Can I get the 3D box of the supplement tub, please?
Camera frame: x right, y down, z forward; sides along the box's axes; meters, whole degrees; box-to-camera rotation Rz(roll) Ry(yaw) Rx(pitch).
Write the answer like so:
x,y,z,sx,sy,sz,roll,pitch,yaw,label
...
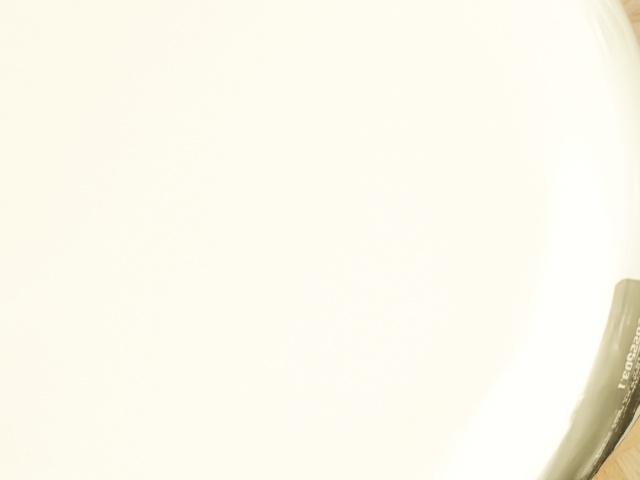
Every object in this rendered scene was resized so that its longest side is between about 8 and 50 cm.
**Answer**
x,y,z,sx,sy,sz,roll,pitch,yaw,label
0.000,0.000,0.516,0.207,0.207,0.338,-32,172,9,supplement tub
